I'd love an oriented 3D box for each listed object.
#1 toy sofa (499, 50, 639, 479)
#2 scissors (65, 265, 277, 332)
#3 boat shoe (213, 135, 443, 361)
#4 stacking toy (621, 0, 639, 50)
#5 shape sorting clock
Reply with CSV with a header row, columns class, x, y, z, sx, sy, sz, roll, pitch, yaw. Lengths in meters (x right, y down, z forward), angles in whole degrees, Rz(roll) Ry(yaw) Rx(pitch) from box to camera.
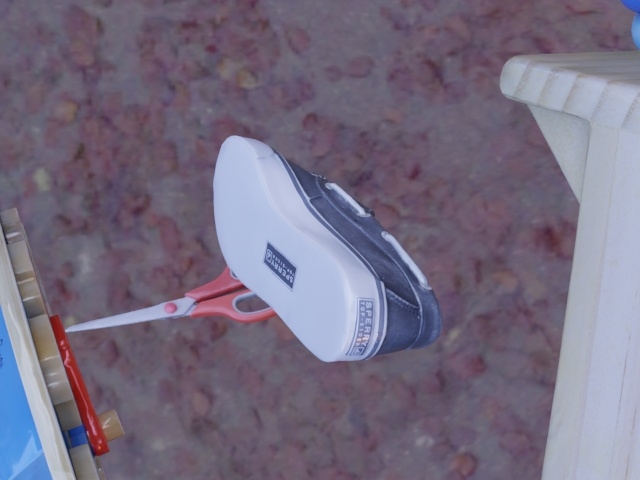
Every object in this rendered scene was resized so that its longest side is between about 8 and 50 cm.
class,x,y,z,sx,sy,sz,roll,pitch,yaw
toy sofa,0.163,0.108,0.483,0.177,0.150,0.362,23,114,48
scissors,-0.167,0.089,1.523,0.109,0.297,0.021,58,161,28
boat shoe,0.000,0.000,0.997,0.301,0.102,0.108,44,126,53
stacking toy,0.233,-0.229,0.823,0.141,0.141,0.330,-23,108,33
shape sorting clock,-0.099,0.081,0.488,0.040,0.206,0.206,-21,85,-9
